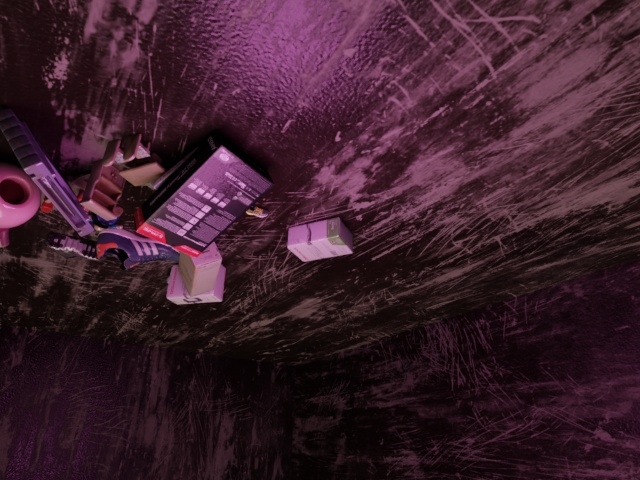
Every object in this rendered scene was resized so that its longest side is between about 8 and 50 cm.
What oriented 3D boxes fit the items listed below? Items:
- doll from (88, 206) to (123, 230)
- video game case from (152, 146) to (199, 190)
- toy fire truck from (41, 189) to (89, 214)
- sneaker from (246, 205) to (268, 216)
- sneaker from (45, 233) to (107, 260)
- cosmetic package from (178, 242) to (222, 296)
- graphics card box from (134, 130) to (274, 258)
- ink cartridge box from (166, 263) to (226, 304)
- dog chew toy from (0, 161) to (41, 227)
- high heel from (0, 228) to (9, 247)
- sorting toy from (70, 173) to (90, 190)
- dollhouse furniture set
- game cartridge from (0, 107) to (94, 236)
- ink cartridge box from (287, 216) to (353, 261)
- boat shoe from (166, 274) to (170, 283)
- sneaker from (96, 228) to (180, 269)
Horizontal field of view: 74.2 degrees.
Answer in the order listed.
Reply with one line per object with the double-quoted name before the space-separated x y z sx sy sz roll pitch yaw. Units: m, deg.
"doll" -0.813 -0.077 1.605 0.129 0.046 0.189 24 144 -36
"video game case" -0.390 -0.174 1.330 0.183 0.023 0.201 -39 145 0
"toy fire truck" -0.886 -0.135 1.494 0.135 0.047 0.192 27 142 -38
"sneaker" -0.231 -0.107 1.547 0.084 0.031 0.035 5 151 -8
"sneaker" -1.036 0.039 1.805 0.235 0.078 0.106 18 151 -23
"cosmetic package" -0.508 0.098 1.767 0.113 0.160 0.309 -18 158 -30
"graphics card box" -0.351 -0.126 1.286 0.371 0.094 0.233 -40 138 15
"ink cartridge box" -0.581 0.200 1.990 0.238 0.171 0.100 -6 152 12
"dog chew toy" -1.061 -0.134 1.358 0.332 0.206 0.207 -6 153 31
"high heel" -1.339 -0.104 1.551 0.378 0.127 0.181 14 121 -15
"sorting toy" -0.755 -0.194 1.389 0.075 0.044 0.083 -19 147 19
"dollhouse furniture set" -0.580 -0.174 1.290 0.243 0.160 0.212 -9 150 18
"game cartridge" -0.786 -0.185 1.228 0.068 0.230 0.355 -28 159 -19
"ink cartridge box" 0.000 0.000 1.679 0.220 0.092 0.160 -10 150 21
"boat shoe" -0.665 0.219 2.142 0.229 0.080 0.076 13 167 -27
"sneaker" -0.748 0.064 1.762 0.351 0.147 0.131 18 148 -29
